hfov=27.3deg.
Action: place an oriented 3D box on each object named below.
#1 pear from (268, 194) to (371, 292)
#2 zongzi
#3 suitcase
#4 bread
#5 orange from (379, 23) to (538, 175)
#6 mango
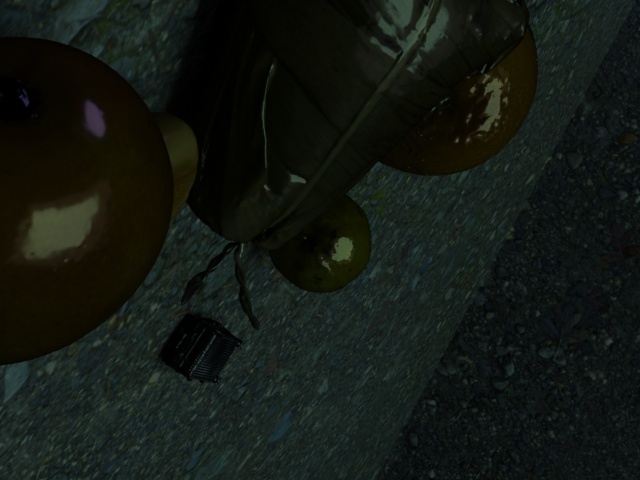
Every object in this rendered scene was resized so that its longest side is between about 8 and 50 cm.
[{"bbox_3d":[0.000,0.000,1.868,0.149,0.149,0.162,-57,159,1],"label":"pear"},{"bbox_3d":[-0.087,-0.204,1.342,0.500,0.218,0.467,-45,135,8],"label":"zongzi"},{"bbox_3d":[-0.164,0.152,1.838,0.086,0.059,0.126,-58,163,0],"label":"suitcase"},{"bbox_3d":[-0.203,-0.052,1.306,0.173,0.085,0.134,-40,154,-41],"label":"bread"},{"bbox_3d":[0.138,-0.209,1.644,0.274,0.274,0.274,-49,162,-22],"label":"orange"},{"bbox_3d":[-0.239,-0.016,1.056,0.264,0.221,0.378,-44,171,-15],"label":"mango"}]
